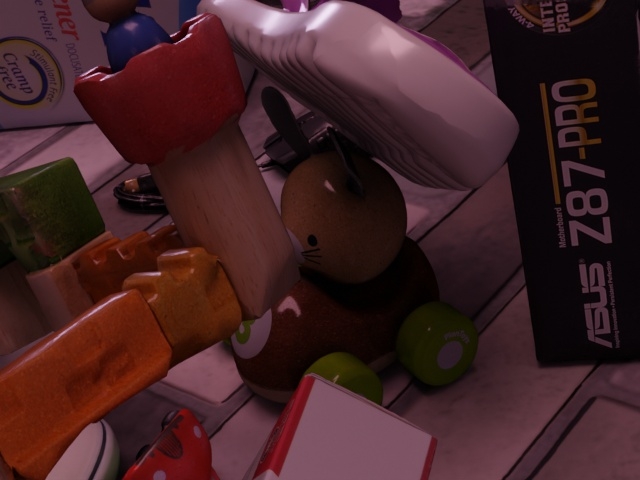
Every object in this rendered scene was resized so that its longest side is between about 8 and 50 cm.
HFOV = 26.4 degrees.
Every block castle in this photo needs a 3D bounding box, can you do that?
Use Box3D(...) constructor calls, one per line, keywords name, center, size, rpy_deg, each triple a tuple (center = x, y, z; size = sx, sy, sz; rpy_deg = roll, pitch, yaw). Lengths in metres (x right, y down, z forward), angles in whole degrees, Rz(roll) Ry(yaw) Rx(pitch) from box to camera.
Box3D(name="block castle", center=(-0.266, 0.015, 0.765), size=(0.453, 0.212, 0.303), rpy_deg=(-10, 20, 44))

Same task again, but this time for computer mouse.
Box3D(name="computer mouse", center=(-0.056, -0.075, 1.136), size=(0.242, 0.041, 0.071), rpy_deg=(-17, 35, -7))

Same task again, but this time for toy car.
Box3D(name="toy car", center=(-0.101, 0.162, 0.735), size=(0.053, 0.239, 0.225), rpy_deg=(39, 18, 1))
Box3D(name="toy car", center=(0.000, 0.000, 0.873), size=(0.149, 0.188, 0.155), rpy_deg=(-26, 36, -21))

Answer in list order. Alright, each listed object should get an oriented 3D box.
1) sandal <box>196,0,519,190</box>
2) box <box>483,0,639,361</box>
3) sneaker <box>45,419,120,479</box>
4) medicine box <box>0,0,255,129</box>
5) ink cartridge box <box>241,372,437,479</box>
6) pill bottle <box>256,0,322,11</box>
Box3D(name="sandal", center=(0.035, -0.116, 0.843), size=(0.102, 0.169, 0.416), rpy_deg=(-52, 21, 1))
Box3D(name="box", center=(0.174, -0.159, 0.944), size=(0.097, 0.318, 0.395), rpy_deg=(-3, 35, 11))
Box3D(name="sneaker", center=(-0.220, 0.167, 0.778), size=(0.094, 0.091, 0.258), rpy_deg=(18, 44, 37))
Box3D(name="medicine box", center=(-0.222, -0.256, 1.253), size=(0.289, 0.263, 0.149), rpy_deg=(-4, 35, 12))
Box3D(name="ink cartridge box", center=(-0.023, 0.169, 0.638), size=(0.072, 0.175, 0.127), rpy_deg=(26, 39, -3))
Box3D(name="pill bottle", center=(-0.028, -0.236, 1.279), size=(0.078, 0.137, 0.078), rpy_deg=(-8, 33, 5))
